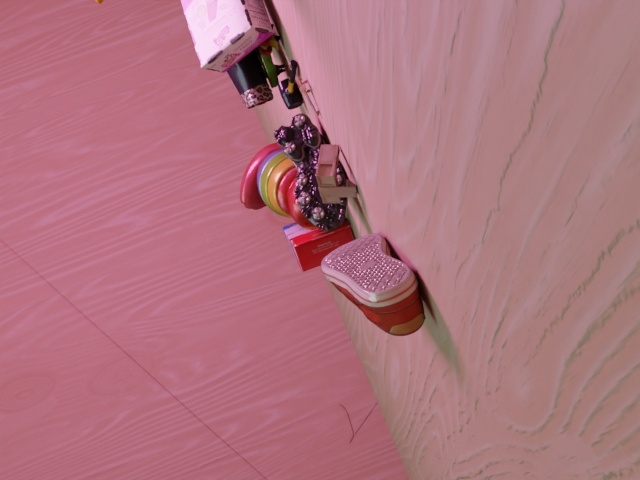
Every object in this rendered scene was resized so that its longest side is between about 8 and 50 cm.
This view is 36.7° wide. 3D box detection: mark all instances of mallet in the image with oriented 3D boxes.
[{"bbox_3d":[-0.055,-0.314,1.958,0.190,0.039,0.062,145,103,-82],"label":"mallet"}]

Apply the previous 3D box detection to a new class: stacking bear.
[{"bbox_3d":[-0.048,-0.110,2.106,0.289,0.175,0.164,-142,57,-63],"label":"stacking bear"}]

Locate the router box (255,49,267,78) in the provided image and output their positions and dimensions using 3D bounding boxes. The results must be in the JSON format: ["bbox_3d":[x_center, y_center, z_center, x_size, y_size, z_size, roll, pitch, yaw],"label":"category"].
[{"bbox_3d":[-0.154,-0.471,2.394,0.092,0.038,0.122,-119,9,-59],"label":"router box"}]

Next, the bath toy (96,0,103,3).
[{"bbox_3d":[-0.262,-0.469,1.633,0.129,0.348,0.151,75,-173,-67],"label":"bath toy"}]

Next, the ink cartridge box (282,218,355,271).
[{"bbox_3d":[0.000,0.000,2.137,0.231,0.134,0.078,-126,15,-77],"label":"ink cartridge box"}]

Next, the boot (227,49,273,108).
[{"bbox_3d":[-0.172,-0.382,2.150,0.236,0.085,0.178,-115,1,-83],"label":"boot"}]

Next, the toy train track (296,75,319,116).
[{"bbox_3d":[-0.020,-0.275,1.832,0.083,0.014,0.048,63,169,-5],"label":"toy train track"}]

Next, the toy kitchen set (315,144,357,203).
[{"bbox_3d":[0.035,-0.119,1.750,0.083,0.068,0.075,74,-160,-54],"label":"toy kitchen set"}]

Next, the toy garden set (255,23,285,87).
[{"bbox_3d":[-0.133,-0.473,2.061,0.204,0.049,0.244,80,168,-80],"label":"toy garden set"}]

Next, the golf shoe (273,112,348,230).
[{"bbox_3d":[0.004,-0.124,1.872,0.120,0.105,0.273,43,-157,-54],"label":"golf shoe"}]

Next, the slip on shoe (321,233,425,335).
[{"bbox_3d":[0.084,0.068,1.564,0.101,0.123,0.331,66,172,-19],"label":"slip on shoe"}]

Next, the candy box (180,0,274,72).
[{"bbox_3d":[-0.201,-0.483,1.961,0.071,0.159,0.233,2,-115,-50],"label":"candy box"}]
